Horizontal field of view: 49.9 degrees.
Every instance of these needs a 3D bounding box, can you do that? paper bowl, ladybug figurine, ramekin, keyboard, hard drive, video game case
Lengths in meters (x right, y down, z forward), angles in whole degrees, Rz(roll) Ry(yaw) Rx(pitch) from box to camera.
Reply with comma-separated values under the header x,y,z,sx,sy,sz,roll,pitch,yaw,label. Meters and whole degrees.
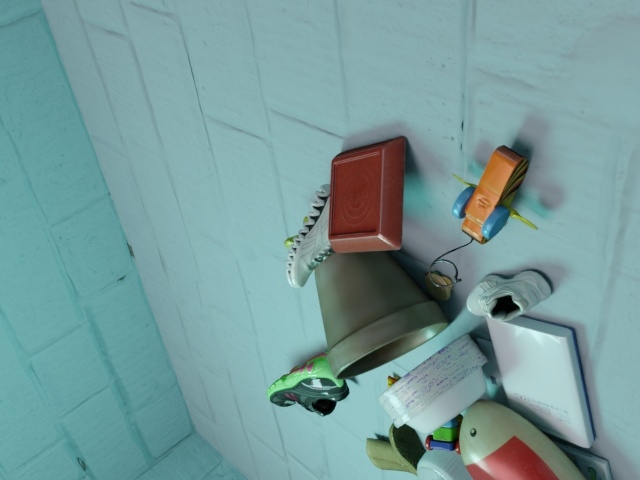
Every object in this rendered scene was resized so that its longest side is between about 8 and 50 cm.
x,y,z,sx,sy,sz,roll,pitch,yaw,label
0.294,0.367,1.700,0.148,0.284,0.284,54,150,17,paper bowl
0.510,0.597,1.692,0.449,0.162,0.305,45,158,13,ladybug figurine
0.390,0.717,2.091,0.207,0.109,0.207,36,144,31,ramekin
0.451,0.359,1.755,0.072,0.014,0.256,20,135,52,keyboard
0.511,0.319,1.599,0.210,0.040,0.319,12,129,50,hard drive
0.645,0.575,1.682,0.143,0.019,0.157,10,128,51,video game case

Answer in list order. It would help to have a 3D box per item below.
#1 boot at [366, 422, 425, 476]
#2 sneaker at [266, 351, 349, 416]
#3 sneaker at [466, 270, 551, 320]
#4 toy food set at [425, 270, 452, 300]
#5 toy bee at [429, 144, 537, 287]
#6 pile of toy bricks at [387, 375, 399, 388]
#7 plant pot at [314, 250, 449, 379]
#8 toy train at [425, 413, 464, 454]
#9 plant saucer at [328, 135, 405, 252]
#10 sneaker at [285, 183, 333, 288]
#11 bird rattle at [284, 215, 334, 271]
x,y,z,sx,sy,sz,roll,pitch,yaw,label
0.233,0.698,2.316,0.269,0.089,0.236,-12,109,59,boot
-0.048,0.551,2.474,0.202,0.185,0.483,57,151,5,sneaker
0.388,0.133,1.517,0.090,0.115,0.232,56,150,-1,sneaker
0.295,0.114,1.724,0.082,0.020,0.083,31,142,35,toy food set
0.332,-0.062,1.406,0.298,0.162,0.195,-43,73,35,toy bee
0.265,0.506,2.063,0.212,0.105,0.118,27,140,39,pile of toy bricks
0.127,0.163,1.775,0.280,0.323,0.323,65,153,18,plant pot
0.380,0.505,1.905,0.105,0.248,0.143,-1,80,31,toy train
0.097,-0.104,1.629,0.258,0.047,0.259,-5,82,56,plant saucer
0.000,0.000,1.823,0.118,0.292,0.110,25,-176,20,sneaker
0.014,0.046,2.002,0.253,0.143,0.207,47,163,-11,bird rattle
